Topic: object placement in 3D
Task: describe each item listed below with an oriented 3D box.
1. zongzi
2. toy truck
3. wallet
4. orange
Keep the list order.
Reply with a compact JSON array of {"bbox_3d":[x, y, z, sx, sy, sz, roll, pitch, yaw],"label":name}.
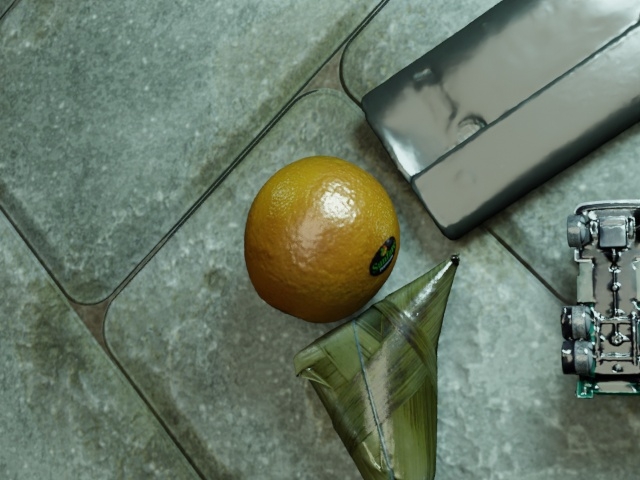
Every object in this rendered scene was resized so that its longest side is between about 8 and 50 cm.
[{"bbox_3d":[0.117,0.166,1.032,0.242,0.112,0.221,-35,69,12],"label":"zongzi"},{"bbox_3d":[0.325,0.071,0.968,0.110,0.116,0.216,-3,73,20],"label":"toy truck"},{"bbox_3d":[0.266,-0.198,1.061,0.406,0.062,0.228,-35,71,13],"label":"wallet"},{"bbox_3d":[0.000,0.000,1.062,0.206,0.206,0.206,-4,80,21],"label":"orange"}]
